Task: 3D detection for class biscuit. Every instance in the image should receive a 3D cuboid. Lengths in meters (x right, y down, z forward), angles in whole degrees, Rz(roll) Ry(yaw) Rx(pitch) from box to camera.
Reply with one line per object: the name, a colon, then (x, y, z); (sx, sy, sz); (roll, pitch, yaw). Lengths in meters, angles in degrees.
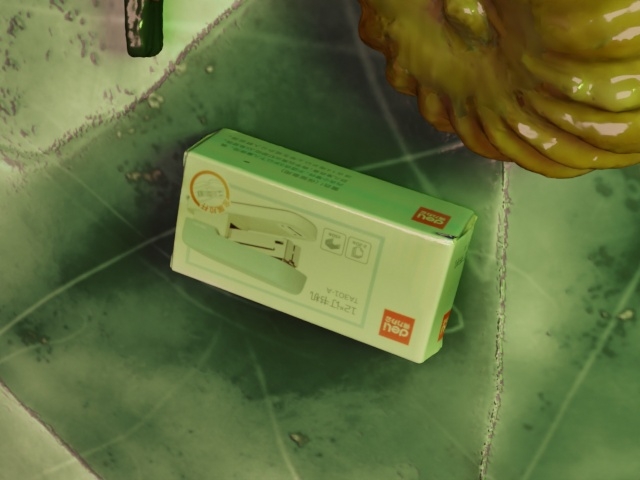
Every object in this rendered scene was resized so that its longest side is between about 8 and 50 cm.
biscuit: (0.127, -0.176, 0.720); (0.326, 0.107, 0.325); (37, 152, 24)

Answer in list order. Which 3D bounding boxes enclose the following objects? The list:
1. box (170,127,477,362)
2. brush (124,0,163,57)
box: (0.000, 0.000, 0.946); (0.269, 0.079, 0.135); (20, 119, 14)
brush: (-0.151, -0.316, 0.875); (0.051, 0.070, 0.323); (7, 114, 16)
